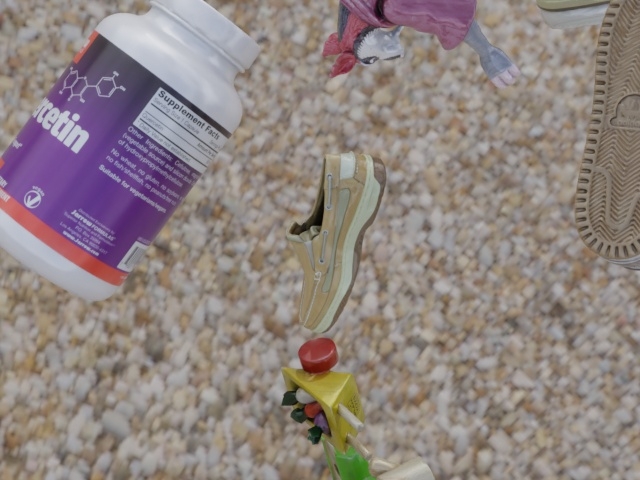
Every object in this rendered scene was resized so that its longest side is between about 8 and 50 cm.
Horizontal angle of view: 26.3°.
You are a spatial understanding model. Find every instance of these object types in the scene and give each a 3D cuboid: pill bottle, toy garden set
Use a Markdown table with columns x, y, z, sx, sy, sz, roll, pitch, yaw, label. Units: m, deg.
| x | y | z | sx | sy | sz | roll | pitch | yaw | label |
| --- | --- | --- | --- | --- | --- | --- | --- | --- | --- |
| -0.207 | -0.109 | 1.442 | 0.181 | 0.181 | 0.323 | 36 | 91 | 4 | pill bottle |
| 0.045 | 0.197 | 0.915 | 0.049 | 0.204 | 0.244 | -24 | 32 | -14 | toy garden set |

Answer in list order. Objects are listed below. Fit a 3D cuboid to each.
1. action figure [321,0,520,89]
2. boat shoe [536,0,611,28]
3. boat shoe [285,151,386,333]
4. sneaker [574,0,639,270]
| x | y | z | sx | sy | sz | roll | pitch | yaw | label |
| --- | --- | --- | --- | --- | --- | --- | --- | --- | --- |
| 0.113 | -0.317 | 1.399 | 0.248 | 0.370 | 0.276 | 44 | 13 | 28 | action figure |
| 0.425 | -0.307 | 1.760 | 0.302 | 0.103 | 0.113 | -14 | 32 | -7 | boat shoe |
| 0.000 | 0.000 | 1.297 | 0.072 | 0.190 | 0.068 | 8 | 23 | -19 | boat shoe |
| 0.288 | -0.108 | 1.170 | 0.099 | 0.153 | 0.282 | 14 | 84 | 24 | sneaker |
